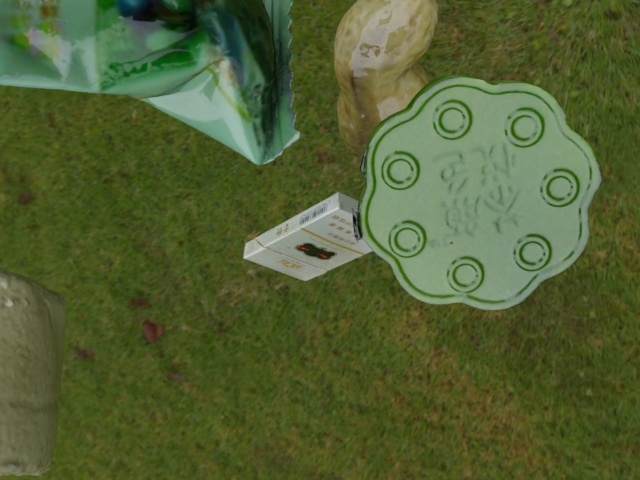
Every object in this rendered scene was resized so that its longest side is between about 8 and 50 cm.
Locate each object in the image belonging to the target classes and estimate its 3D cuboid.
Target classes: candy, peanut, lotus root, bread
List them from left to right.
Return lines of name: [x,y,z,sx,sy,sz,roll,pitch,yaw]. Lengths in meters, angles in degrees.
bread: [-0.250,0.090,0.565,0.133,0.148,0.141,3,74,-10]
candy: [-0.205,-0.232,0.829,0.172,0.397,0.263,-34,56,39]
peanut: [0.066,-0.178,0.863,0.098,0.103,0.229,37,152,25]
lotus root: [0.116,-0.051,0.671,0.186,0.186,0.186,6,109,18]

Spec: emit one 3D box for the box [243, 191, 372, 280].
box: [0.000,0.000,0.876,0.090,0.024,0.167,22,148,-32]
